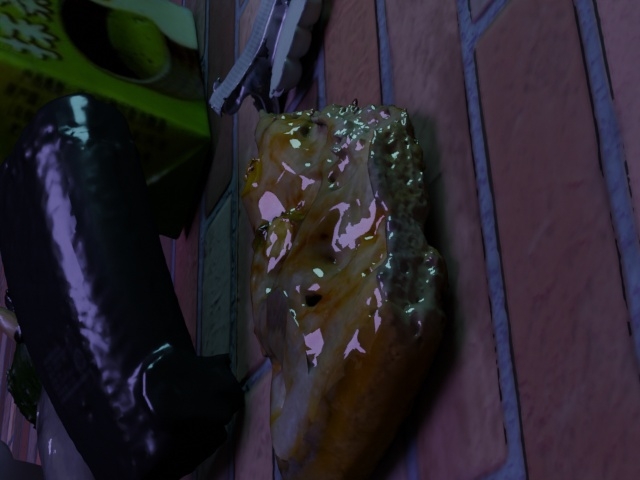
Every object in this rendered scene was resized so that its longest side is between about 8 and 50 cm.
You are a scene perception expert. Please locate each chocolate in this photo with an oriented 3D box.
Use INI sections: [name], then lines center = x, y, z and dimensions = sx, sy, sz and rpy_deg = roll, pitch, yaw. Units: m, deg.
[chocolate]
center = -0.260, -0.173, 1.164
dimensions = 0.137, 0.289, 0.301
rpy_deg = -55, 30, 29

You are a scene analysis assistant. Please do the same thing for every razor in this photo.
[razor]
center = -0.185, 0.050, 0.949
dimensions = 0.189, 0.107, 0.327
rpy_deg = -44, 62, 45

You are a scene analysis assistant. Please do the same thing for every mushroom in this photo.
[mushroom]
center = -0.250, 0.268, 1.187
dimensions = 0.109, 0.097, 0.351
rpy_deg = 123, 148, -47

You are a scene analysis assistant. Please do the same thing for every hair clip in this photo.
[hair clip]
center = -0.030, -0.199, 0.898
dimensions = 0.140, 0.054, 0.220
rpy_deg = -123, 49, -67

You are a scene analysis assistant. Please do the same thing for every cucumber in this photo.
[cucumber]
center = -0.342, 0.149, 1.483
dimensions = 0.325, 0.105, 0.145
rpy_deg = 134, 142, -52

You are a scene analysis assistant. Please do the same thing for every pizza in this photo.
[pizza]
center = 0.001, 0.000, 0.686
dimensions = 0.189, 0.071, 0.297
rpy_deg = 120, 152, -44

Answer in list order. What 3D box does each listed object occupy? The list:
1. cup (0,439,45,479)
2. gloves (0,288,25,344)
[cup]
center = -0.376, 0.385, 1.331
dimensions = 0.290, 0.219, 0.257
rpy_deg = -23, 54, 28
[gloves]
center = -0.246, 0.105, 1.127
dimensions = 0.129, 0.181, 0.106
rpy_deg = 140, 136, -61
